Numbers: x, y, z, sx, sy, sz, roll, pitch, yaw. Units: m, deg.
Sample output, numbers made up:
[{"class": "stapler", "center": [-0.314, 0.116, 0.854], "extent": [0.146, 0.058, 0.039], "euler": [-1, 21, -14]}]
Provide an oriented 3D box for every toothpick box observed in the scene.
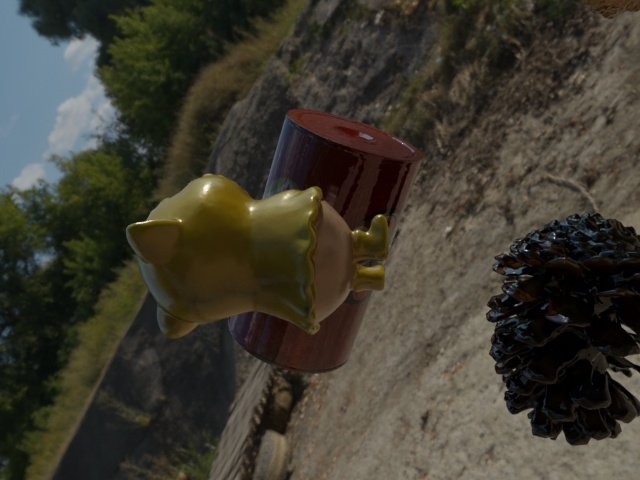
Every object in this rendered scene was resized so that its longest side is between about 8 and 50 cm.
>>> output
[{"class": "toothpick box", "center": [0.000, 0.000, 0.930], "extent": [0.204, 0.204, 0.334], "euler": [-83, 11, -69]}]

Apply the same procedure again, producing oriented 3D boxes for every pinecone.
[{"class": "pinecone", "center": [0.316, 0.113, 0.763], "extent": [0.246, 0.246, 0.292], "euler": [-89, 2, -73]}]

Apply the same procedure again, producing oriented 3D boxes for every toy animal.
[{"class": "toy animal", "center": [-0.052, 0.019, 0.585], "extent": [0.156, 0.229, 0.156], "euler": [176, 90, -89]}]

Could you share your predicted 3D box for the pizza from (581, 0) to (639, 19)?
[{"class": "pizza", "center": [0.316, -0.285, 0.581], "extent": [0.271, 0.134, 0.056], "euler": [-28, 52, 8]}]
